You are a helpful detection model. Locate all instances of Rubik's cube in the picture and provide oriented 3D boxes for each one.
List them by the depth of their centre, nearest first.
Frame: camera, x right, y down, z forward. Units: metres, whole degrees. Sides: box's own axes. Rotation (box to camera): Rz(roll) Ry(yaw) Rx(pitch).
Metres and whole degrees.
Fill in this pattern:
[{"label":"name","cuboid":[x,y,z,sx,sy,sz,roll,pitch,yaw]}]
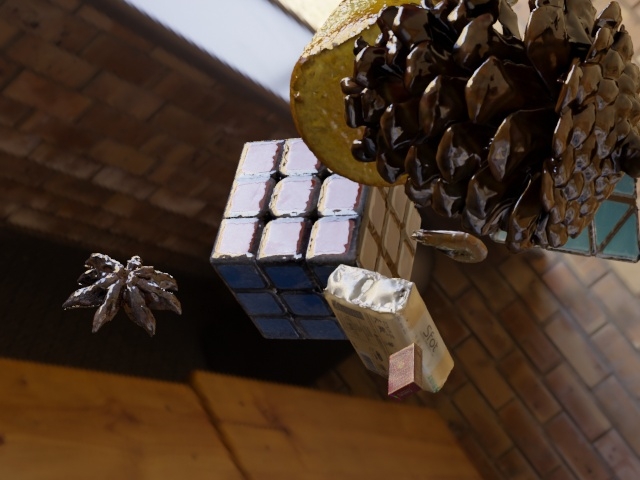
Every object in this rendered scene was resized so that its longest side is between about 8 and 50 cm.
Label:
[{"label":"Rubik's cube","cuboid":[0.363,-0.089,1.681,0.228,0.233,0.229,58,25,-69]},{"label":"Rubik's cube","cuboid":[0.000,0.000,2.181,0.301,0.305,0.303,60,37,-50]}]

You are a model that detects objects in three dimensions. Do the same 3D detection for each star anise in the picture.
[{"label":"star anise","cuboid":[-0.220,0.055,1.266,0.141,0.042,0.141,12,35,-9]}]

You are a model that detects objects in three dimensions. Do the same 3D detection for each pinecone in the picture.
[{"label":"pinecone","cuboid":[0.151,-0.108,0.924,0.272,0.224,0.224,20,-3,33]}]

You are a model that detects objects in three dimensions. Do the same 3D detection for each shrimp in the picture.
[{"label":"shrimp","cuboid":[0.174,0.009,1.505,0.023,0.108,0.059,-62,144,-30]}]

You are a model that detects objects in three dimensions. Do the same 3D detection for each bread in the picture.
[{"label":"bread","cuboid":[0.085,-0.186,1.411,0.268,0.268,0.146,48,31,-6]}]

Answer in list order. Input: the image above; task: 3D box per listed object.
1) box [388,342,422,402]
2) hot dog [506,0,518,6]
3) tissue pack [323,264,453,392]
[{"label":"box","cuboid":[0.129,0.200,1.688,0.023,0.051,0.082,42,32,-27]},{"label":"hot dog","cuboid":[0.282,-0.515,1.843,0.061,0.088,0.286,60,29,-77]},{"label":"tissue pack","cuboid":[0.118,0.151,1.933,0.186,0.090,0.222,13,-38,44]}]
